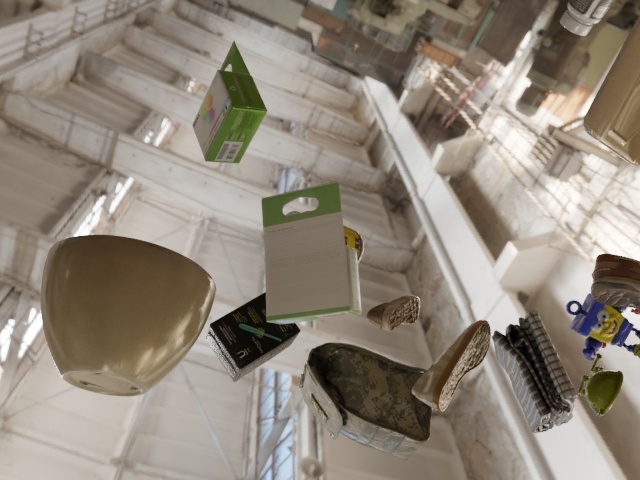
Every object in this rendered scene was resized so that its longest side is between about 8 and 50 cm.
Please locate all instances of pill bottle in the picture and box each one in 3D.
[{"bbox_3d":[0.561,-0.498,1.235,0.078,0.137,0.078,13,-135,-14],"label":"pill bottle"},{"bbox_3d":[0.000,0.000,1.453,0.215,0.117,0.117,22,-161,-44],"label":"pill bottle"}]

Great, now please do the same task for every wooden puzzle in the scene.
[{"bbox_3d":[0.448,-0.223,0.812,0.238,0.221,0.044,8,-158,-47],"label":"wooden puzzle"}]

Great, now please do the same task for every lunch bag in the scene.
[{"bbox_3d":[0.087,0.339,1.281,0.287,0.235,0.169,19,-119,6],"label":"lunch bag"}]

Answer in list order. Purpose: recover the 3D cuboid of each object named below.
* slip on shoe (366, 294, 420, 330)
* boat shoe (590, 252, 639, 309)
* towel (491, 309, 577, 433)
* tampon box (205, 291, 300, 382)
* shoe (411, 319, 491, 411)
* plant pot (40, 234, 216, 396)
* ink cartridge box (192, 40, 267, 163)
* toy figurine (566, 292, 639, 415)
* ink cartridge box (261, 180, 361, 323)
[{"bbox_3d":[0.123,0.117,0.984,0.041,0.051,0.135,9,-167,32],"label":"slip on shoe"},{"bbox_3d":[0.771,0.103,1.380,0.324,0.123,0.116,16,-119,-15],"label":"boat shoe"},{"bbox_3d":[0.516,0.331,1.460,0.284,0.121,0.235,56,-166,-59],"label":"towel"},{"bbox_3d":[-0.149,0.208,1.313,0.161,0.101,0.120,-29,-107,-28],"label":"tampon box"},{"bbox_3d":[0.239,0.213,1.078,0.058,0.077,0.219,8,-144,41],"label":"shoe"},{"bbox_3d":[-0.328,0.144,0.984,0.284,0.284,0.191,17,-122,-19],"label":"plant pot"},{"bbox_3d":[-0.246,-0.345,1.483,0.097,0.189,0.255,-2,-125,-37],"label":"ink cartridge box"},{"bbox_3d":[0.700,0.233,1.540,0.217,0.363,0.191,29,-176,-7],"label":"toy figurine"},{"bbox_3d":[-0.021,0.025,1.088,0.171,0.235,0.056,-11,163,25],"label":"ink cartridge box"}]
